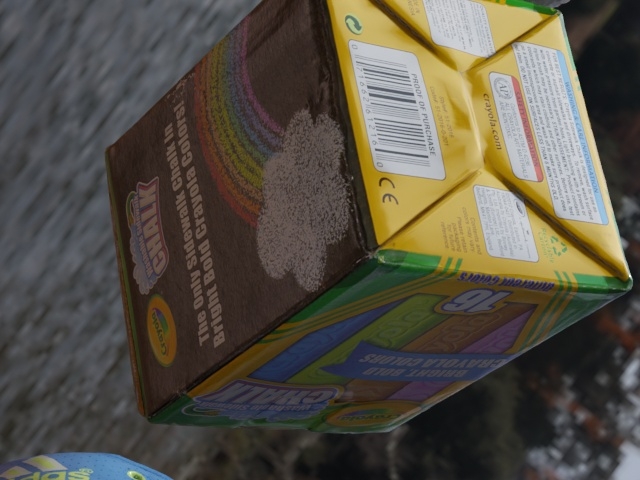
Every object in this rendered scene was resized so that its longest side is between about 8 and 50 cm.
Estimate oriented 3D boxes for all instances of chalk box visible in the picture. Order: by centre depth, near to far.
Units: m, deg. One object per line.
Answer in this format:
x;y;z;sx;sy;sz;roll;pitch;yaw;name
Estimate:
0.000;0.000;0.683;0.132;0.132;0.213;6;152;-35;chalk box

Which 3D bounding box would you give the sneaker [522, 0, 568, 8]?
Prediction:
0.050;-0.258;0.677;0.124;0.321;0.180;-22;-140;-6;sneaker

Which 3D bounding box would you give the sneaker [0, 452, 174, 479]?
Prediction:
-0.041;0.096;0.426;0.126;0.240;0.091;-35;125;-56;sneaker
